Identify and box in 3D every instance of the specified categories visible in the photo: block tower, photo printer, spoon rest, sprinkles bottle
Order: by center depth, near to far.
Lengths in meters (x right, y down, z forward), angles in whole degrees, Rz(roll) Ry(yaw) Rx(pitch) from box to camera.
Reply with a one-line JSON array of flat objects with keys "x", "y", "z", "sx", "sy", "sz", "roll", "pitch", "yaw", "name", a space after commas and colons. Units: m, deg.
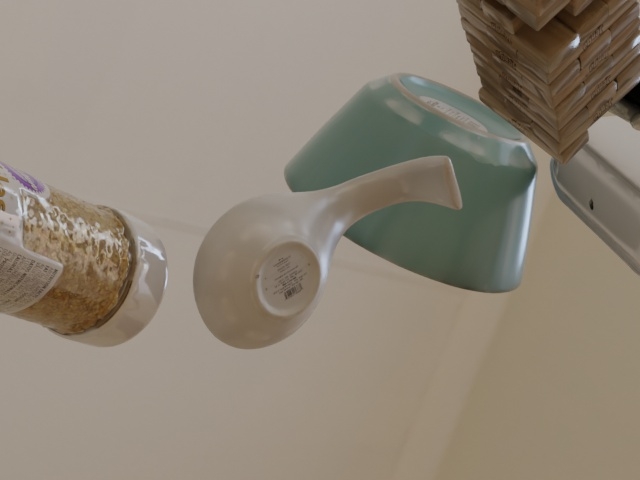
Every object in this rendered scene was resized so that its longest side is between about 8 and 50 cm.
[{"x": 0.144, "y": -0.177, "z": 0.884, "sx": 0.097, "sy": 0.091, "sz": 0.335, "roll": -42, "pitch": -26, "yaw": -7, "name": "block tower"}, {"x": -0.268, "y": -0.008, "z": 1.062, "sx": 0.355, "sy": 0.121, "sz": 0.121, "roll": 27, "pitch": -87, "yaw": -55, "name": "sprinkles bottle"}, {"x": 0.000, "y": 0.000, "z": 1.247, "sx": 0.276, "sy": 0.084, "sz": 0.137, "roll": -28, "pitch": -65, "yaw": -26, "name": "spoon rest"}, {"x": 0.407, "y": -0.058, "z": 1.495, "sx": 0.256, "sy": 0.307, "sz": 0.107, "roll": -2, "pitch": -67, "yaw": -11, "name": "photo printer"}]

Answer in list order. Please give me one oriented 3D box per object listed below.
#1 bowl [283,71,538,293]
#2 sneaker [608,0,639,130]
[{"x": 0.131, "y": -0.086, "z": 1.601, "sx": 0.312, "sy": 0.311, "sz": 0.163, "roll": 12, "pitch": -67, "yaw": -39, "name": "bowl"}, {"x": 0.244, "y": -0.194, "z": 1.245, "sx": 0.129, "sy": 0.297, "sz": 0.111, "roll": -11, "pitch": -50, "yaw": -41, "name": "sneaker"}]
